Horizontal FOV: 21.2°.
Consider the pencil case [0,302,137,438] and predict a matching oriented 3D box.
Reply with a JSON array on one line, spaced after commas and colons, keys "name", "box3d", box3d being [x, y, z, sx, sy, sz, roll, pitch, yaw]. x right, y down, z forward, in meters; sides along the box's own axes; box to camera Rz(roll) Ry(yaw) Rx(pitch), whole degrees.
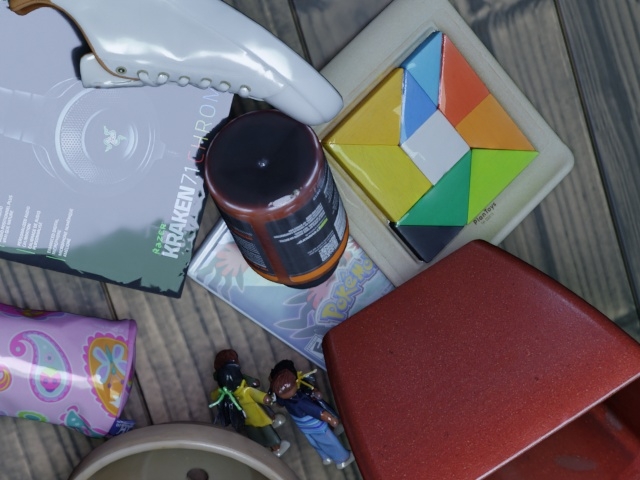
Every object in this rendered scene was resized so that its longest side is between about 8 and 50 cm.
[{"name": "pencil case", "box3d": [-0.306, 0.106, 1.548, 0.284, 0.124, 0.124, 13, 97, -14]}]

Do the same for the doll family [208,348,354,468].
[{"name": "doll family", "box3d": [-0.042, 0.149, 1.574, 0.076, 0.193, 0.111, -52, 124, -36]}]

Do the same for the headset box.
[{"name": "headset box", "box3d": [-0.236, -0.105, 1.520, 0.283, 0.131, 0.246, 14, 95, -13]}]

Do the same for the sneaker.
[{"name": "sneaker", "box3d": [-0.124, -0.154, 1.420, 0.290, 0.106, 0.123, 31, 90, -1]}]

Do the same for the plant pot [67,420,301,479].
[{"name": "plant pot", "box3d": [-0.116, 0.245, 1.555, 0.237, 0.109, 0.237, 2, 121, 4]}]

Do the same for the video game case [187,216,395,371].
[{"name": "video game case", "box3d": [0.000, 0.000, 1.640, 0.183, 0.023, 0.201, 35, 91, -14]}]

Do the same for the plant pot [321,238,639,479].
[{"name": "plant pot", "box3d": [0.149, 0.163, 1.561, 0.267, 0.236, 0.267, -32, 143, -4]}]

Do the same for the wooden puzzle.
[{"name": "wooden puzzle", "box3d": [0.099, -0.089, 1.617, 0.221, 0.044, 0.238, -45, 103, -10]}]

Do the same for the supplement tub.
[{"name": "supplement tub", "box3d": [-0.033, -0.027, 1.518, 0.106, 0.198, 0.106, -4, 63, 9]}]
